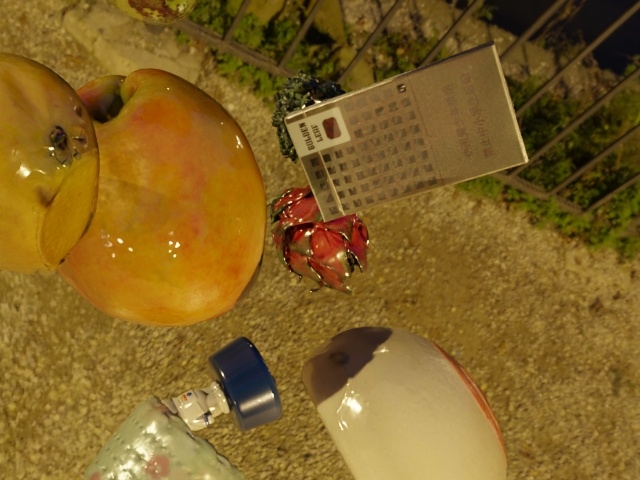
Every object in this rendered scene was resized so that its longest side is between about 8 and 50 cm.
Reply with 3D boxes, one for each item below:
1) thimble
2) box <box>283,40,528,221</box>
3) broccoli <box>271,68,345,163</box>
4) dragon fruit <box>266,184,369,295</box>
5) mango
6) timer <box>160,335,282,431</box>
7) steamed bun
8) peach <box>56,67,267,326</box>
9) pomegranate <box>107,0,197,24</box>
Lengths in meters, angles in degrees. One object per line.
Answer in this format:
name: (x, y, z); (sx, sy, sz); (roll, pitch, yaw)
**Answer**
thimble: (-0.213, 0.326, 0.914); (0.185, 0.211, 0.149); (38, 72, 5)
box: (0.124, -0.155, 0.991); (0.047, 0.324, 0.180); (-61, 132, -63)
broccoli: (0.054, -0.207, 1.233); (0.304, 0.145, 0.165); (7, 96, -36)
dragon fruit: (-0.003, -0.008, 1.191); (0.182, 0.182, 0.189); (-57, 137, -41)
mango: (-0.281, -0.055, 0.600); (0.167, 0.262, 0.130); (42, 52, 12)
timer: (-0.332, 0.471, 1.905); (0.383, 0.270, 0.270); (-23, 75, -20)
steamed bun: (0.107, 0.219, 0.769); (0.177, 0.283, 0.283); (-29, 77, -7)
peach: (-0.203, -0.040, 0.834); (0.308, 0.307, 0.332); (-57, 133, -41)
pomegranate: (-0.317, -0.486, 1.161); (0.221, 0.204, 0.277); (25, 32, -11)
